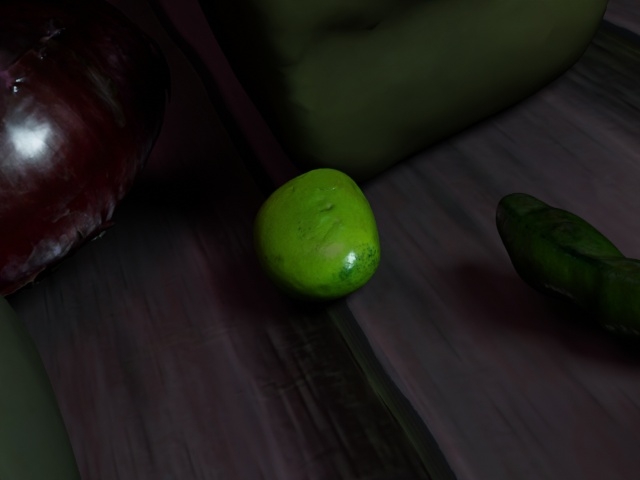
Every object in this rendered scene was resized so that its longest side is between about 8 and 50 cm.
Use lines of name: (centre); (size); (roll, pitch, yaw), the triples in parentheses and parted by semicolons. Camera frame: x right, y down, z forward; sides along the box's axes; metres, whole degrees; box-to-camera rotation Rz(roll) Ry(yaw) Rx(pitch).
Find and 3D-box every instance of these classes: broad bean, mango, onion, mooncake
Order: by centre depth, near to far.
broad bean: (0.137, 0.017, 0.725); (0.061, 0.046, 0.195); (-26, 24, -30)
mango: (0.000, 0.000, 0.896); (0.073, 0.056, 0.108); (-35, 26, -5)
mooncake: (0.009, -0.279, 1.002); (0.262, 0.467, 0.467); (-21, 23, -2)
onion: (-0.253, -0.071, 1.094); (0.314, 0.232, 0.314); (-24, 22, 10)

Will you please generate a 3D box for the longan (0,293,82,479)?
longan: (-0.262, 0.131, 0.541); (0.405, 0.336, 0.404); (-31, 26, 17)
